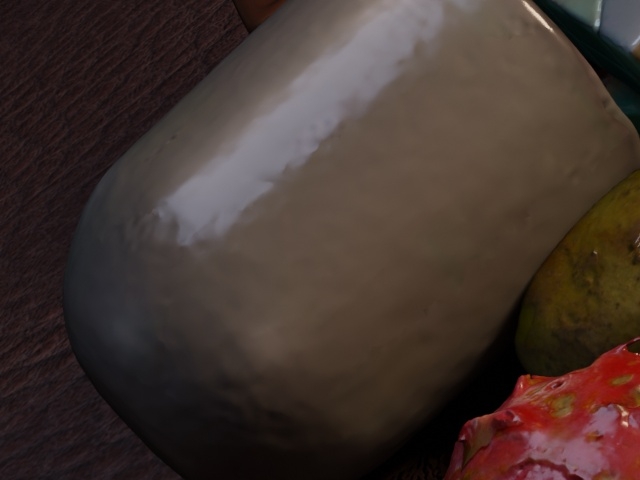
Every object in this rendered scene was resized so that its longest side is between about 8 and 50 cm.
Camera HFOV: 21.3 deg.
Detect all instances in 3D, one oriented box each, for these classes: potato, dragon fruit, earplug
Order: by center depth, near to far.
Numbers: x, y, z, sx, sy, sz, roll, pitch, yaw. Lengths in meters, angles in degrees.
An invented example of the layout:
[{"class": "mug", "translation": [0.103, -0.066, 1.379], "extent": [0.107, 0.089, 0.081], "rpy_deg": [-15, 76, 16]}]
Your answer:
[{"class": "dragon fruit", "translation": [0.170, 0.158, 0.965], "extent": [0.205, 0.210, 0.268], "rpy_deg": [32, 87, 22]}, {"class": "potato", "translation": [0.263, 0.012, 1.149], "extent": [0.298, 0.141, 0.176], "rpy_deg": [-28, 26, 11]}, {"class": "earplug", "translation": [0.000, 0.000, 1.267], "extent": [0.394, 0.313, 0.312], "rpy_deg": [-42, 29, -10]}]

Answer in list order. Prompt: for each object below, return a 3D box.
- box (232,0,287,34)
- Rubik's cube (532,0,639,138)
[{"class": "box", "translation": [0.104, -0.257, 1.577], "extent": [0.339, 0.229, 0.239], "rpy_deg": [-41, 30, 11]}, {"class": "Rubik's cube", "translation": [0.295, -0.189, 1.365], "extent": [0.224, 0.213, 0.265], "rpy_deg": [-48, 39, 6]}]
